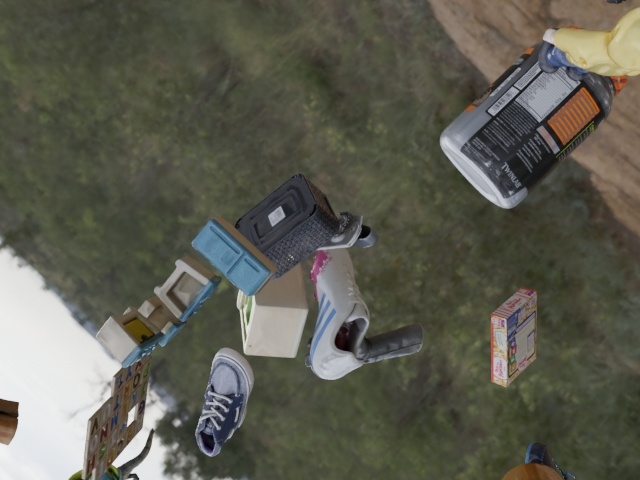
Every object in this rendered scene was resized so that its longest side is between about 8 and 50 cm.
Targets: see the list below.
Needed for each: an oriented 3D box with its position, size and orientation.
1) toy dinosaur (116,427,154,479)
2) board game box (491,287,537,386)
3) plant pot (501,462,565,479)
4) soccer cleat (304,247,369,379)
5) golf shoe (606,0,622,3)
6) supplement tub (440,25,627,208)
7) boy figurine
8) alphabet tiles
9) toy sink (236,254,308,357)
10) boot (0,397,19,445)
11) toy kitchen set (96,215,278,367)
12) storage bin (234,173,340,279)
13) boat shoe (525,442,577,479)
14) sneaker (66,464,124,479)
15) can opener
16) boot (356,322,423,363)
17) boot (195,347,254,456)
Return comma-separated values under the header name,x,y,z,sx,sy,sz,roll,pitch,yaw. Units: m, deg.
name,x,y,z,sx,sy,sz,roll,pitch,yaw
toy dinosaur,-0.469,0.558,2.068,0.064,0.268,0.118,31,149,45
board game box,0.466,0.232,2.155,0.045,0.146,0.194,17,124,38
plant pot,0.387,0.495,1.588,0.205,0.205,0.188,45,-167,-5
soccer cleat,0.054,0.138,1.925,0.143,0.331,0.116,-23,141,39
golf shoe,0.502,-0.444,1.379,0.077,0.198,0.094,58,-173,-24
supplement tub,0.415,-0.242,1.747,0.207,0.338,0.207,47,-179,-1
boy figurine,0.447,-0.310,1.433,0.177,0.092,0.285,13,-178,-11
alphabet tiles,-0.354,0.306,1.576,0.009,0.198,0.237,15,-158,9
toy sink,-0.117,0.132,2.068,0.234,0.131,0.153,-101,21,-51
boot,-0.560,0.197,1.253,0.280,0.096,0.264,15,176,-23
toy kitchen set,-0.189,0.088,1.288,0.122,0.207,0.166,41,-165,5
storage bin,-0.066,-0.027,1.747,0.084,0.180,0.122,38,-160,-44
boat shoe,0.468,0.504,1.769,0.089,0.109,0.258,-1,123,35
sneaker,-0.362,0.537,1.699,0.318,0.127,0.208,14,125,18
can opener,0.000,0.000,1.860,0.095,0.076,0.283,37,154,-31
boot,0.149,0.232,2.107,0.190,0.208,0.076,106,152,-55
boot,-0.150,0.252,1.377,0.069,0.086,0.190,19,136,15
